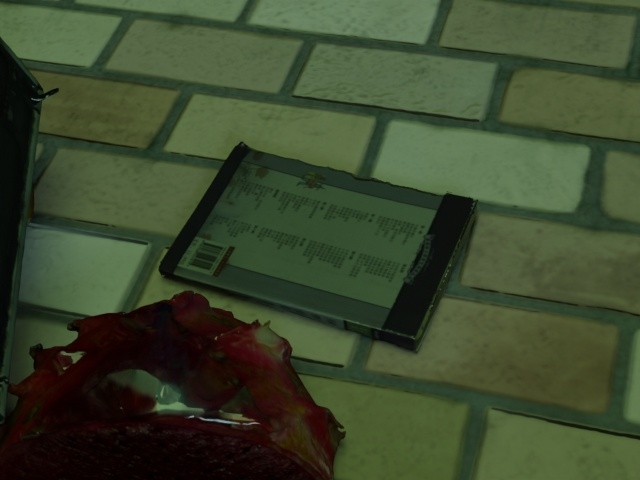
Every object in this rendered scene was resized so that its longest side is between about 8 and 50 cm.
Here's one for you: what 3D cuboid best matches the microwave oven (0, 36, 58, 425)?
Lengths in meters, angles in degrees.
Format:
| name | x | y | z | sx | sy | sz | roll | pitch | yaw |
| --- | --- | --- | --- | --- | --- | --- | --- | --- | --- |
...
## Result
| name | x | y | z | sx | sy | sz | roll | pitch | yaw |
| --- | --- | --- | --- | --- | --- | --- | --- | --- | --- |
| microwave oven | -0.380 | -0.028 | 0.878 | 0.286 | 0.218 | 0.355 | -18 | 48 | 16 |

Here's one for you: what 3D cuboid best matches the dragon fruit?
| name | x | y | z | sx | sy | sz | roll | pitch | yaw |
| --- | --- | --- | --- | --- | --- | --- | --- | --- | --- |
| dragon fruit | -0.120 | 0.093 | 0.856 | 0.274 | 0.126 | 0.161 | 0 | 48 | 4 |

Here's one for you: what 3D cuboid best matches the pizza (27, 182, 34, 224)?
| name | x | y | z | sx | sy | sz | roll | pitch | yaw |
| --- | --- | --- | --- | --- | --- | --- | --- | --- | --- |
| pizza | -0.354 | -0.053 | 1.073 | 0.176 | 0.036 | 0.185 | -18 | 48 | -11 |

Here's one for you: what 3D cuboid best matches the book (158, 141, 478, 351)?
| name | x | y | z | sx | sy | sz | roll | pitch | yaw |
| --- | --- | --- | --- | --- | --- | --- | --- | --- | --- |
| book | 0.000 | 0.001 | 1.002 | 0.231 | 0.026 | 0.157 | 15 | 53 | 19 |
